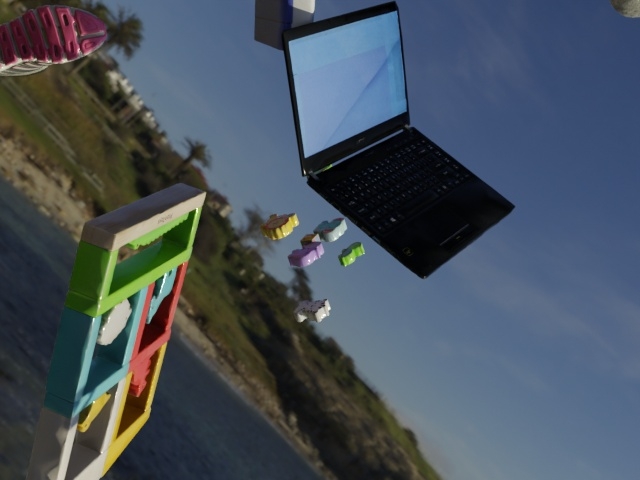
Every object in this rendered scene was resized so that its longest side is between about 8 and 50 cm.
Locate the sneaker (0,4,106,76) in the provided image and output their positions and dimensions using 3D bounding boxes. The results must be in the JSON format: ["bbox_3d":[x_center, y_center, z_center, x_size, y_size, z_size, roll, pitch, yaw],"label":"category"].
[{"bbox_3d":[-0.312,-0.220,0.978,0.075,0.170,0.063,-52,130,-76],"label":"sneaker"}]

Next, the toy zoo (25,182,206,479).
[{"bbox_3d":[-0.181,0.104,0.775,0.030,0.293,0.192,20,17,9],"label":"toy zoo"}]

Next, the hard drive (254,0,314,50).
[{"bbox_3d":[-0.040,-0.386,1.008,0.210,0.040,0.319,-129,-140,-70],"label":"hard drive"}]

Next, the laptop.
[{"bbox_3d":[0.097,-0.123,0.981,0.264,0.234,0.137,41,-50,16],"label":"laptop"}]

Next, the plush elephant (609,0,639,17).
[{"bbox_3d":[0.476,-0.529,1.184,0.255,0.330,0.272,60,6,29],"label":"plush elephant"}]

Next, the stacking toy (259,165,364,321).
[{"bbox_3d":[0.000,0.000,1.349,0.052,0.221,0.167,-4,-62,32],"label":"stacking toy"}]
